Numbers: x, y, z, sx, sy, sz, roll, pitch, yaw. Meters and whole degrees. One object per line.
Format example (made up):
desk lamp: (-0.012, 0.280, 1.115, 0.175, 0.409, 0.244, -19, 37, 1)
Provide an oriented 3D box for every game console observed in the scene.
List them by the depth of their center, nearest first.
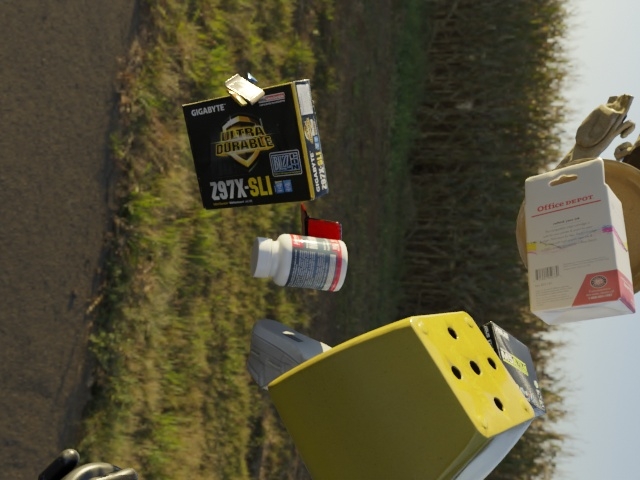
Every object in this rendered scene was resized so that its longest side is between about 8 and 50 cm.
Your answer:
game console: (0.000, 0.000, 1.578, 0.085, 0.124, 0.144, -54, 148, -56)

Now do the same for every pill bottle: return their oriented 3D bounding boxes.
pill bottle: (-0.045, 0.043, 1.398, 0.108, 0.180, 0.108, -173, -90, -74)

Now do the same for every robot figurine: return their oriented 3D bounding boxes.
robot figurine: (-0.414, 0.492, 1.187, 0.173, 0.278, 0.209, 35, 33, -23)

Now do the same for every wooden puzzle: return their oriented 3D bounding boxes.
wooden puzzle: (-0.160, -0.314, 1.444, 0.014, 0.078, 0.116, -54, 174, 37)

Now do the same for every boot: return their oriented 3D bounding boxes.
boot: (-0.050, 0.259, 1.382, 0.095, 0.258, 0.123, 1, 106, -44)

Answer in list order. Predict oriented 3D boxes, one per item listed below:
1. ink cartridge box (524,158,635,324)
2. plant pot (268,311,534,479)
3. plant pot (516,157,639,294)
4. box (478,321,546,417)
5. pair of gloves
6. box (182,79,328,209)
ink cartridge box: (0.338, 0.002, 0.912, 0.067, 0.115, 0.198, 30, 56, -45)
plant pot: (0.109, 0.194, 0.784, 0.212, 0.187, 0.212, 4, 49, -53)
plant pot: (0.440, -0.015, 1.120, 0.032, 0.236, 0.236, -19, 111, -68)
box: (0.464, 0.313, 1.667, 0.190, 0.045, 0.184, 34, 40, -37)
pair of gloves: (0.569, -0.181, 1.298, 0.204, 0.042, 0.240, -61, -156, 6)
box: (-0.151, -0.210, 1.574, 0.079, 0.322, 0.257, -29, 112, -55)
